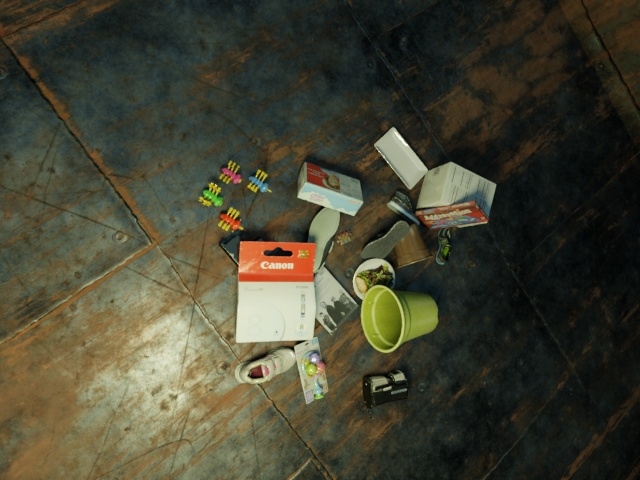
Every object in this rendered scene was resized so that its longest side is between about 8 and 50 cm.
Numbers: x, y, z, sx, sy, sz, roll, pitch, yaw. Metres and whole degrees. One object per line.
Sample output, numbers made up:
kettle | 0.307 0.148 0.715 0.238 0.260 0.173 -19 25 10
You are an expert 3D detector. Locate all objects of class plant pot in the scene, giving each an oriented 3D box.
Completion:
plant pot | 0.398 0.019 1.948 0.166 0.167 0.165 -16 83 -20
plant pot | 0.355 0.321 1.867 0.253 0.276 0.276 -1 86 -32

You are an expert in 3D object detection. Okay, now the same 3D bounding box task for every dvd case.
dvd case | 0.029 0.257 1.855 0.179 0.029 0.239 -44 100 -17

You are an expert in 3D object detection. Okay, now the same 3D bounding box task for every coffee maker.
coffee maker | 0.280 0.658 1.883 0.178 0.120 0.171 -4 110 -19

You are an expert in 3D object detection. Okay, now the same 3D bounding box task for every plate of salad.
plate of salad | 0.241 0.178 1.910 0.199 0.048 0.200 -3 100 -15

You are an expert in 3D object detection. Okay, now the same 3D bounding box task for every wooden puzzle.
wooden puzzle | 0.105 -0.013 1.915 0.083 0.006 0.049 -23 94 -20

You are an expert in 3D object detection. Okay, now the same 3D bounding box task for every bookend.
bookend | -0.293 0.025 1.732 0.156 0.072 0.157 -43 101 -17

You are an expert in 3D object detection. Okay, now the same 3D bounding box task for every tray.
tray | 0.374 -0.382 2.030 0.145 0.030 0.270 -45 101 -17

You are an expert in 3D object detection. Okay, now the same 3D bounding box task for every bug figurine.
bug figurine | -0.342 -0.182 1.732 0.216 0.072 0.279 37 79 -7

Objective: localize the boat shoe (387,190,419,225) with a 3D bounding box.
boat shoe | 0.399 -0.147 2.001 0.183 0.065 0.083 37 76 -13

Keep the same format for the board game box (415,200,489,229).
board game box | 0.583 -0.108 1.935 0.145 0.281 0.027 35 59 -38

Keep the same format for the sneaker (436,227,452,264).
sneaker | 0.596 0.021 2.054 0.067 0.078 0.188 12 81 -19

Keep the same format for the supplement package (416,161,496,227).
supplement package | 0.627 -0.205 2.018 0.262 0.199 0.198 21 78 -17

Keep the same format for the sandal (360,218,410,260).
sandal | 0.287 0.002 1.902 0.254 0.054 0.097 -39 107 19

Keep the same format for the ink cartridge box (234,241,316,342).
ink cartridge box | -0.168 0.202 1.692 0.307 0.091 0.385 2 104 -16

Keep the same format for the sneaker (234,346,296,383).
sneaker | -0.204 0.502 1.707 0.252 0.111 0.103 -20 93 -20

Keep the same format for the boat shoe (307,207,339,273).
boat shoe | 0.000 0.000 1.836 0.114 0.091 0.303 24 78 15

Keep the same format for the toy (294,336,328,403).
toy | -0.021 0.529 1.779 0.136 0.056 0.238 -12 93 -48

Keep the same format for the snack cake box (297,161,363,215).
snack cake box | 0.039 -0.216 1.826 0.264 0.089 0.152 17 43 -18
